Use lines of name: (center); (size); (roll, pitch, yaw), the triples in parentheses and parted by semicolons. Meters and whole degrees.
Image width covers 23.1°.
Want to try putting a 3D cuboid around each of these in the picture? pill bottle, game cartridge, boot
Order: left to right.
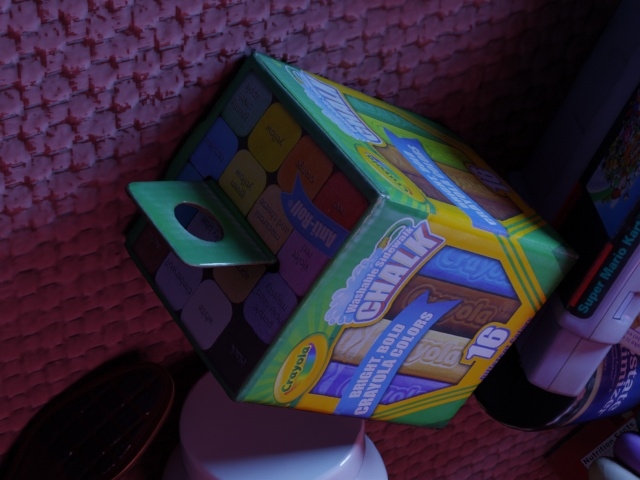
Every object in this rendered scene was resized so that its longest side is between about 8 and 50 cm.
boot: (-0.188, 0.182, 1.223); (0.219, 0.082, 0.106); (-45, 163, 0)
pill bottle: (-0.036, 0.252, 1.300); (0.188, 0.188, 0.334); (-22, 139, -21)
pill bottle: (0.231, 0.102, 1.406); (0.219, 0.123, 0.122); (0, 128, -55)
game cartridge: (0.235, -0.081, 1.164); (0.068, 0.230, 0.355); (23, 116, -13)

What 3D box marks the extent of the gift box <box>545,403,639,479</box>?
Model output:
gift box: (0.420, 0.302, 1.653); (0.255, 0.276, 0.258); (-36, 143, 5)

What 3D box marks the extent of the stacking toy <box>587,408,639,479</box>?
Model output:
stacking toy: (0.401, 0.133, 1.484); (0.330, 0.141, 0.141); (-55, 141, 0)

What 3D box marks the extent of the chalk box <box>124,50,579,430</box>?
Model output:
chalk box: (0.000, 0.000, 1.090); (0.289, 0.180, 0.179); (16, 117, -47)

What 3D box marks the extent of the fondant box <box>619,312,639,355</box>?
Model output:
fondant box: (0.359, -0.078, 1.287); (0.238, 0.096, 0.330); (-39, 154, -54)
